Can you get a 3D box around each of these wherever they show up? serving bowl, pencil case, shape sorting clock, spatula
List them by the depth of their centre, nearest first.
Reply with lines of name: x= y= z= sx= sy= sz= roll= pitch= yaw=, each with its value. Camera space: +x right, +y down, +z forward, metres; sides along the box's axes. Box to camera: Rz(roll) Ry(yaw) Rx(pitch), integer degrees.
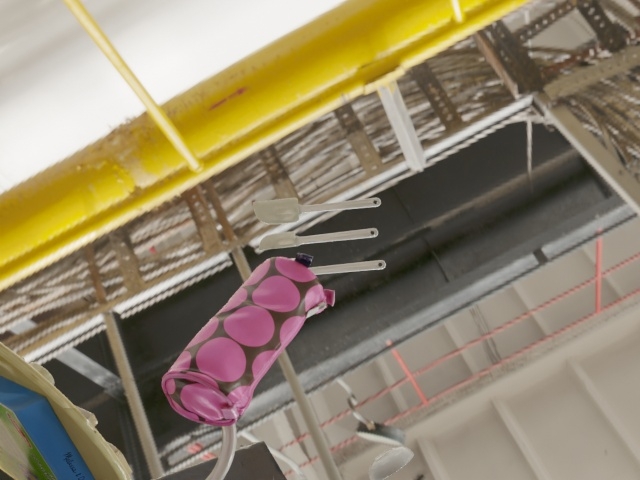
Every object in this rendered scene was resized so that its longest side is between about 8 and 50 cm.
shape sorting clock: x=-0.208 y=0.131 z=0.567 sx=0.206 sy=0.206 sz=0.040 roll=23 pitch=-131 yaw=29
pencil case: x=-0.072 y=0.105 z=0.845 sx=0.098 sy=0.095 sz=0.209 roll=24 pitch=-133 yaw=17
serving bowl: x=0.111 y=0.362 z=1.304 sx=0.083 sy=0.083 sz=0.027 roll=-33 pitch=-94 yaw=0
spatula: x=0.000 y=0.000 z=1.499 sx=0.241 sy=0.019 sz=0.168 roll=-5 pitch=-94 yaw=-5

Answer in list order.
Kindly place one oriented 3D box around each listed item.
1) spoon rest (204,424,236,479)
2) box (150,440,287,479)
spoon rest: x=-0.177 y=0.287 z=0.848 sx=0.084 sy=0.137 sz=0.276 roll=34 pitch=-104 yaw=7
box: x=-0.180 y=0.580 z=1.043 sx=0.297 sy=0.471 sz=0.480 roll=-43 pitch=-111 yaw=22
